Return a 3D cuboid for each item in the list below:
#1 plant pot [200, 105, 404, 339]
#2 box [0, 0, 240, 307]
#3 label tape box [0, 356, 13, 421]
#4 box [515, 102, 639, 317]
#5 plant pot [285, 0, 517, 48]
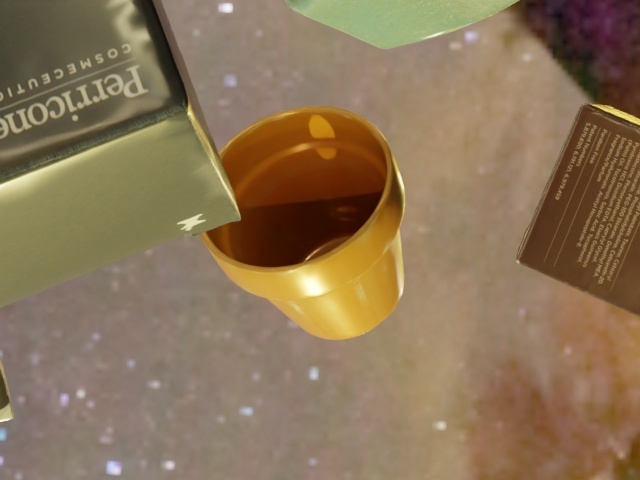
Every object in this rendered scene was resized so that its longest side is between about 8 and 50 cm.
[{"bbox_3d":[0.000,0.000,1.726,0.188,0.205,0.205,63,-147,-49],"label":"plant pot"},{"bbox_3d":[-0.261,-0.163,1.055,0.212,0.293,0.395,72,177,-73],"label":"box"},{"bbox_3d":[-0.473,0.058,1.749,0.106,0.240,0.333,-118,17,-56],"label":"label tape box"},{"bbox_3d":[0.321,-0.019,1.625,0.167,0.203,0.168,-68,-15,9],"label":"box"},{"bbox_3d":[0.062,-0.293,1.315,0.247,0.252,0.248,53,-159,26],"label":"plant pot"}]
